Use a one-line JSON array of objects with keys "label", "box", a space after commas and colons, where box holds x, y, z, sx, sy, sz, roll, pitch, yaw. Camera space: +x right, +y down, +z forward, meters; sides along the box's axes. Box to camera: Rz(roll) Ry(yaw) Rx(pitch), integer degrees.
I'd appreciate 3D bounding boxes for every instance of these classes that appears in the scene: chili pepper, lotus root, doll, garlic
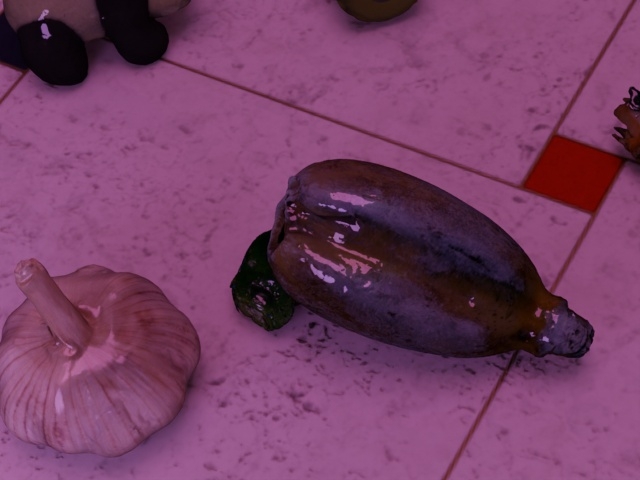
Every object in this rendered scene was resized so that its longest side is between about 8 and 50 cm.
[{"label": "chili pepper", "box": [0.000, -0.001, 1.682, 0.098, 0.061, 0.224, 31, 63, 34]}, {"label": "lotus root", "box": [0.105, 0.033, 1.589, 0.322, 0.140, 0.158, 23, 89, -5]}, {"label": "doll", "box": [-0.246, -0.275, 1.876, 0.234, 0.135, 0.143, -15, 54, -11]}, {"label": "garlic", "box": [-0.221, 0.079, 1.540, 0.199, 0.226, 0.199, -6, 51, 8]}]

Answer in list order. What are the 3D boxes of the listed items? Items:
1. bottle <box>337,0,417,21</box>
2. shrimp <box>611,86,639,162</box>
[{"label": "bottle", "box": [0.036, -0.373, 1.934, 0.112, 0.112, 0.260, -16, 52, -7]}, {"label": "shrimp", "box": [0.460, -0.094, 1.703, 0.287, 0.068, 0.185, -12, 54, -6]}]
